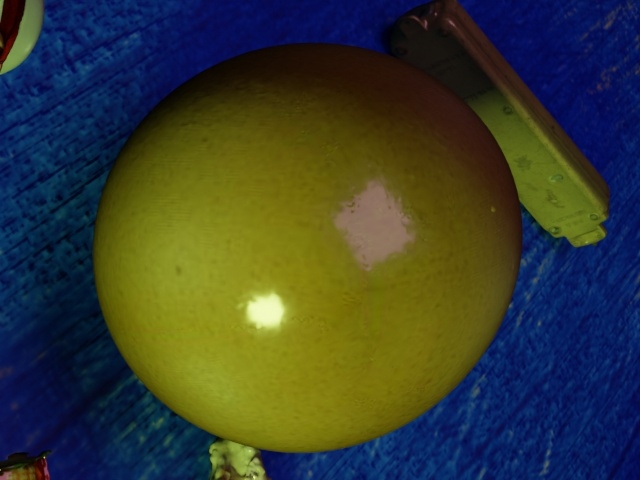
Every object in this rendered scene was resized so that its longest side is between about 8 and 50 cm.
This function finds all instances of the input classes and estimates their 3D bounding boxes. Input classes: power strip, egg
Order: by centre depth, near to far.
[{"bbox_3d":[0.000,0.000,1.171,0.322,0.250,0.250,-25,97,-60],"label":"egg"},{"bbox_3d":[0.158,-0.096,1.570,0.305,0.064,0.044,46,38,-32],"label":"power strip"}]

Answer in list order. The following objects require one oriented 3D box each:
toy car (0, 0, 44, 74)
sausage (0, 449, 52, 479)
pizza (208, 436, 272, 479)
[{"bbox_3d":[-0.209,-0.134,1.085,0.112,0.112,0.139,13,76,-67],"label":"toy car"},{"bbox_3d":[-0.159,0.249,1.011,0.083,0.083,0.264,-7,83,-53],"label":"sausage"},{"bbox_3d":[-0.040,0.216,1.202,0.185,0.052,0.195,9,69,-54],"label":"pizza"}]
